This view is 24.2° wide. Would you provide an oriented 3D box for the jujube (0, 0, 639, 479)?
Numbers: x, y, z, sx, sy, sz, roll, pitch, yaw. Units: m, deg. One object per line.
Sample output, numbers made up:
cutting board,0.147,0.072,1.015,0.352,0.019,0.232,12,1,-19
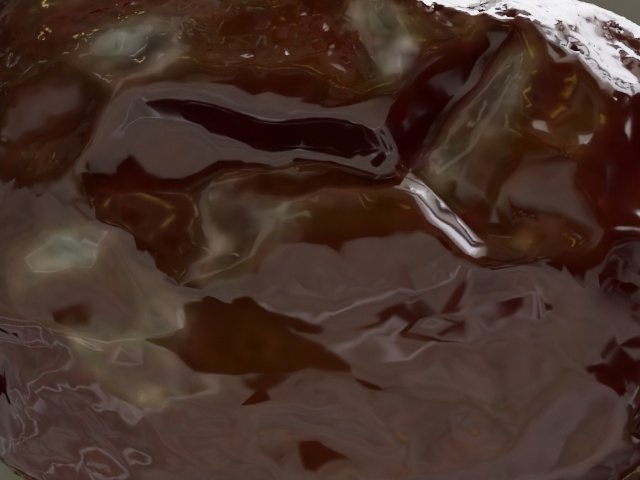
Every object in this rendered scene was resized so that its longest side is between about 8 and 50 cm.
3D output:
jujube,-0.001,0.000,0.648,0.377,0.276,0.276,0,-38,2
